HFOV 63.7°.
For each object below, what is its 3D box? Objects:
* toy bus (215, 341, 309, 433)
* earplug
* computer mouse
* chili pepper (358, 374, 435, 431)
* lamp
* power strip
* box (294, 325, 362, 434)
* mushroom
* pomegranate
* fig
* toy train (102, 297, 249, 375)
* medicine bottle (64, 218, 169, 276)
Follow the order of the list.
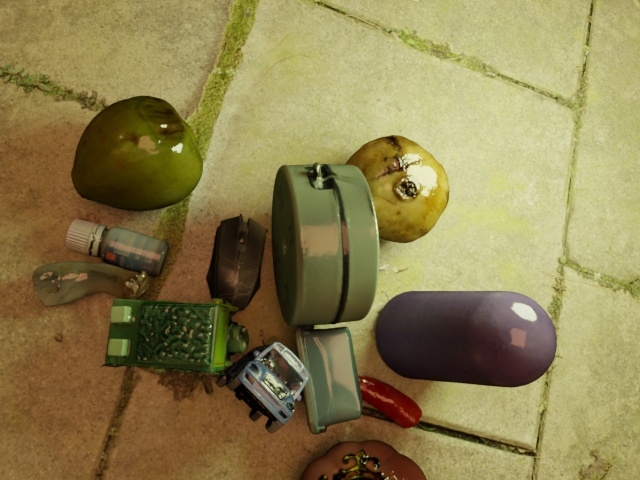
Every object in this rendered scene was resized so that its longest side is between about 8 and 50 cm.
[{"bbox_3d":[-0.112,0.279,1.026,0.125,0.292,0.133,46,69,-2],"label":"toy bus"},{"bbox_3d":[0.295,0.199,1.064,0.215,0.456,0.215,3,81,-16],"label":"earplug"},{"bbox_3d":[-0.186,0.048,1.167,0.126,0.071,0.231,12,76,-12],"label":"computer mouse"},{"bbox_3d":[0.156,0.375,1.200,0.272,0.063,0.071,32,61,-4],"label":"chili pepper"},{"bbox_3d":[0.090,0.568,1.048,0.305,0.305,0.240,-32,133,-18],"label":"lamp"},{"bbox_3d":[0.000,0.000,1.076,0.161,0.357,0.358,-3,80,-13],"label":"power strip"},{"bbox_3d":[0.014,0.289,1.115,0.129,0.162,0.227,-9,81,5],"label":"box"},{"bbox_3d":[-0.470,0.087,1.070,0.223,0.081,0.092,0,46,-9],"label":"mushroom"},{"bbox_3d":[0.172,-0.118,1.207,0.260,0.260,0.261,3,78,-14],"label":"pomegranate"},{"bbox_3d":[-0.388,-0.167,1.078,0.271,0.239,0.239,-33,89,-4],"label":"fig"},{"bbox_3d":[-0.284,0.189,1.033,0.271,0.188,0.159,2,79,10],"label":"toy train"},{"bbox_3d":[-0.433,0.012,1.103,0.203,0.083,0.084,19,75,-10],"label":"medicine bottle"}]
